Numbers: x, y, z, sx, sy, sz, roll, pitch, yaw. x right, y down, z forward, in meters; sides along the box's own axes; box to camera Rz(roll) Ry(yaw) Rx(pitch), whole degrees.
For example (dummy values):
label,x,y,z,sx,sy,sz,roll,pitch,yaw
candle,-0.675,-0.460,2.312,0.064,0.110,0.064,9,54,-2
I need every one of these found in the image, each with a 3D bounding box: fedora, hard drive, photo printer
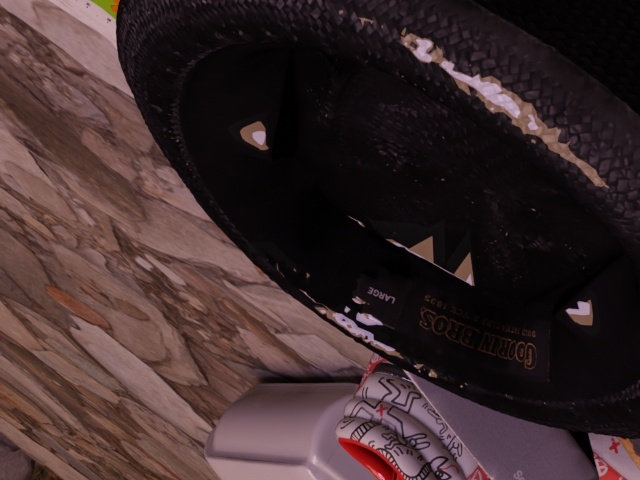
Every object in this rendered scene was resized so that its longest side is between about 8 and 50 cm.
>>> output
label,x,y,z,sx,sy,sz,roll,pitch,yaw
fedora,0.073,-0.057,0.825,0.334,0.152,0.334,30,160,13
hard drive,0.066,0.036,1.099,0.254,0.054,0.172,52,-168,-10
photo printer,0.037,0.231,1.768,0.256,0.107,0.307,40,163,-16

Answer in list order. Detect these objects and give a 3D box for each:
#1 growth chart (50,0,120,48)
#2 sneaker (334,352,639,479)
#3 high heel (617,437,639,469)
label,x,y,z,sx,sy,sz,roll,pitch,yaw
growth chart,-0.164,-0.170,1.214,0.237,0.021,0.172,33,162,6
sneaker,0.141,0.154,1.286,0.270,0.145,0.090,34,163,5
high heel,0.169,0.099,1.104,0.261,0.093,0.186,33,149,9
